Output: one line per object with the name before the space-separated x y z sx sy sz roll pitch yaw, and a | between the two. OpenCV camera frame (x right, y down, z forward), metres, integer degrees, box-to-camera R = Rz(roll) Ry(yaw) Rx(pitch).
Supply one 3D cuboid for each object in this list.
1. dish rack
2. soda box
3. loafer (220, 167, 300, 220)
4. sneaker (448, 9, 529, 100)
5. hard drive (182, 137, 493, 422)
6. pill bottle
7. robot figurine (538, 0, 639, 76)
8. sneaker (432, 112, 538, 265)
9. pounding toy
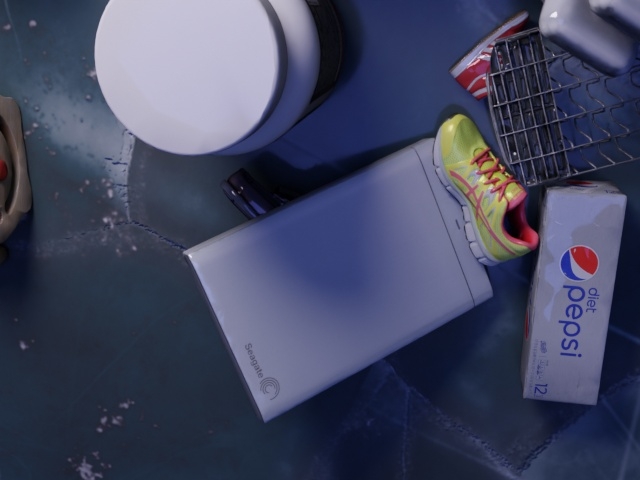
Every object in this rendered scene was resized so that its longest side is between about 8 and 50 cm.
dish rack | 0.340 -0.182 0.943 0.271 0.074 0.208 -15 102 6
soda box | 0.325 0.066 1.019 0.098 0.091 0.286 4 106 9
loafer | 0.000 0.000 1.055 0.302 0.109 0.095 44 89 -12
sneaker | 0.226 -0.227 0.974 0.118 0.042 0.067 -40 93 24
hard drive | 0.034 0.045 0.991 0.353 0.047 0.233 -26 103 -16
pill bottle | -0.093 -0.208 0.859 0.210 0.363 0.210 2 106 7
robot figurine | 0.337 -0.350 0.793 0.199 0.300 0.354 25 75 -23
sneaker | 0.217 -0.068 0.982 0.094 0.081 0.209 -7 114 55
pounding toy | -0.504 -0.076 1.069 0.154 0.154 0.270 0 106 8
